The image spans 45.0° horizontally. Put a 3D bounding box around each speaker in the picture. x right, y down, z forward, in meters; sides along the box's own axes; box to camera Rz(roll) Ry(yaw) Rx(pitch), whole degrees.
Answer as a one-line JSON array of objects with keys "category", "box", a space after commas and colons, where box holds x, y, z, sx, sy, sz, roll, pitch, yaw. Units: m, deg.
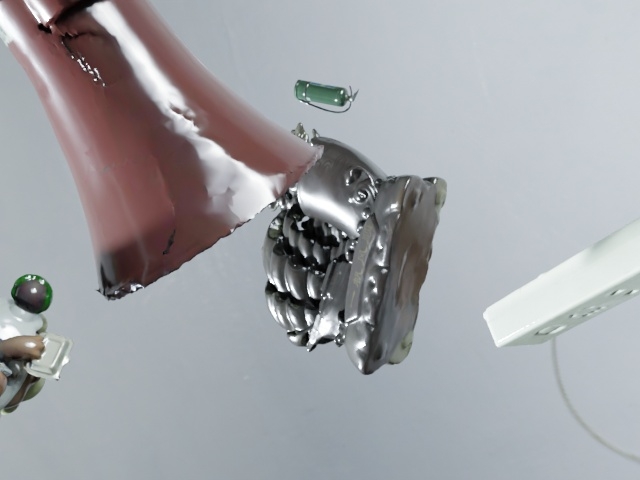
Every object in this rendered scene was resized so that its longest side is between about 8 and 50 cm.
[{"category": "speaker", "box": [-0.160, -0.123, 0.504, 0.198, 0.259, 0.329, -31, 109, 9]}]

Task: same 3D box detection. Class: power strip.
[{"category": "power strip", "box": [0.319, 0.053, 0.920, 0.338, 0.098, 0.058, -41, 57, 46]}]

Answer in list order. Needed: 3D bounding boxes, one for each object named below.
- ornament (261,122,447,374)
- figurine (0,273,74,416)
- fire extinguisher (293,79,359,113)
[{"category": "ornament", "box": [0.000, 0.000, 0.884, 0.260, 0.106, 0.251, 18, 102, 38]}, {"category": "figurine", "box": [-0.245, 0.093, 0.581, 0.147, 0.093, 0.197, -68, 20, -7]}, {"category": "fire extinguisher", "box": [0.009, -0.179, 0.965, 0.083, 0.025, 0.038, 13, 120, 22]}]
